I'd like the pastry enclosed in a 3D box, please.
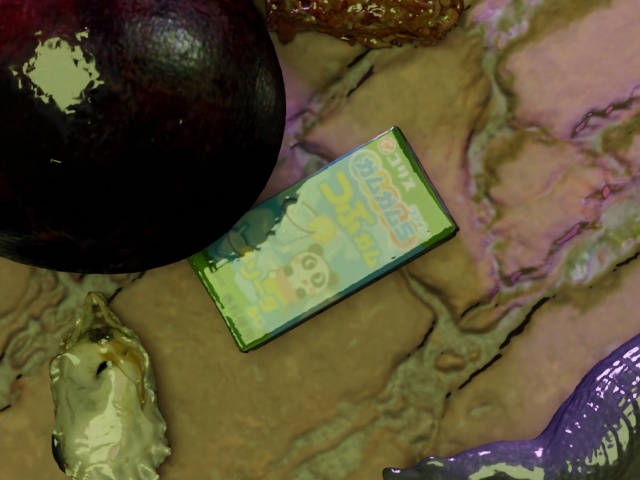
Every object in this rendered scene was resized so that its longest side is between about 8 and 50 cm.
[{"bbox_3d":[0.026,-0.195,1.484,0.169,0.063,0.087,3,91,7],"label":"pastry"}]

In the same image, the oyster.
[{"bbox_3d":[-0.172,0.131,1.508,0.121,0.045,0.146,-44,90,1],"label":"oyster"}]

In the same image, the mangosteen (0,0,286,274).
[{"bbox_3d":[-0.167,-0.122,1.397,0.300,0.300,0.300,0,88,8],"label":"mangosteen"}]

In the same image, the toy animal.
[{"bbox_3d":[0.249,0.137,1.431,0.367,0.081,0.206,-40,85,1],"label":"toy animal"}]

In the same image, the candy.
[{"bbox_3d":[0.000,0.000,1.482,0.194,0.062,0.097,-30,83,5],"label":"candy"}]
